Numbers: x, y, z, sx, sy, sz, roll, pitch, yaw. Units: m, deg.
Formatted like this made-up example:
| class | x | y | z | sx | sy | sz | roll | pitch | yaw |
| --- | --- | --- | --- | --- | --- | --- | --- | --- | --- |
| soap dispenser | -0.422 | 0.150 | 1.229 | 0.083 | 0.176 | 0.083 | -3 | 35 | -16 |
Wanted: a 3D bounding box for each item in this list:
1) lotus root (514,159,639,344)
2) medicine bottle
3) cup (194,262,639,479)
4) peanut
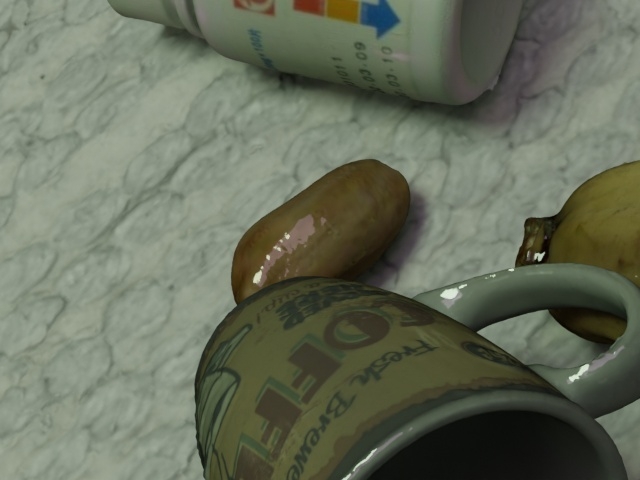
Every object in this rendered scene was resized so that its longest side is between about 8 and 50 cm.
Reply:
| class | x | y | z | sx | sy | sz | roll | pitch | yaw |
| --- | --- | --- | --- | --- | --- | --- | --- | --- | --- |
| lotus root | 0.248 | 0.022 | 1.229 | 0.257 | 0.140 | 0.154 | 5 | 58 | 24 |
| medicine bottle | -0.007 | -0.204 | 1.397 | 0.293 | 0.170 | 0.170 | 13 | 68 | 20 |
| cup | 0.060 | 0.107 | 1.177 | 0.301 | 0.227 | 0.257 | -38 | 39 | -3 |
| peanut | 0.000 | 0.000 | 1.346 | 0.152 | 0.076 | 0.076 | -39 | 60 | -14 |
